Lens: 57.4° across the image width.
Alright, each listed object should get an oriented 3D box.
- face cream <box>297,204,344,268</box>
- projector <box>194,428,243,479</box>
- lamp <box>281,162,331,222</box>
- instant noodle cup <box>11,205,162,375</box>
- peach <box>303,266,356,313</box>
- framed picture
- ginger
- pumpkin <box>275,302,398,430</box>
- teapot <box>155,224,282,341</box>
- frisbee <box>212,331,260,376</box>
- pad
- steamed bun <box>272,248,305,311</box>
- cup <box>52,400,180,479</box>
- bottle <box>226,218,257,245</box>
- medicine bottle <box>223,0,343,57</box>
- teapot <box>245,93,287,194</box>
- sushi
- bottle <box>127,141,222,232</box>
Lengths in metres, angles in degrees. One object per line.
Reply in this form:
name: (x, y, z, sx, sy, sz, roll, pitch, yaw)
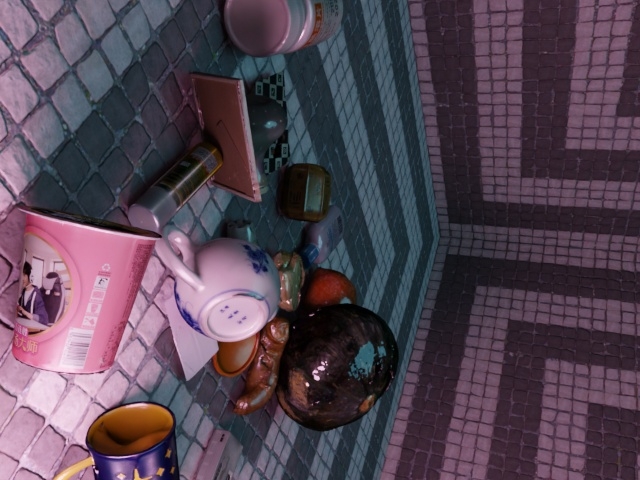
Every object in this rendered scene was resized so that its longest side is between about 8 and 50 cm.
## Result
face cream: (0.000, 0.000, 2.147, 0.336, 0.080, 0.162, -50, 141, -54)
projector: (-0.282, 0.614, 1.621, 0.115, 0.061, 0.147, 67, 35, -47)
lamp: (-0.047, -0.154, 1.908, 0.161, 0.162, 0.184, 14, 82, -68)
instant noodle cup: (-0.416, 0.084, 1.003, 0.244, 0.244, 0.254, 10, 94, -68)
peach: (0.029, 0.204, 2.152, 0.232, 0.233, 0.232, 5, 90, -68)
framed picture: (-0.226, -0.246, 1.388, 0.020, 0.211, 0.289, -25, 122, -33)
ginger: (-0.170, 0.380, 1.776, 0.133, 0.107, 0.309, 130, -22, -77)
pumpkin: (0.052, 0.424, 1.937, 0.455, 0.344, 0.454, -23, 137, -23)
teapot: (-0.231, 0.096, 1.423, 0.424, 0.252, 0.280, 38, 18, -38)
frisbee: (-0.244, 0.292, 1.665, 0.192, 0.035, 0.191, -20, 115, -51)
pad: (-0.322, 0.219, 1.481, 0.156, 0.004, 0.231, -45, 129, -57)
steamed bun: (-0.123, 0.122, 1.848, 0.192, 0.106, 0.177, 65, 32, -65)
cup: (-0.418, 0.496, 1.201, 0.178, 0.255, 0.256, -129, -143, -66)
bottle: (-0.211, 0.073, 1.645, 0.083, 0.083, 0.269, -47, 138, -56)
medicine bottle: (-0.092, -0.628, 1.612, 0.371, 0.211, 0.210, -48, 138, -56)
teapot: (-0.181, -0.252, 1.551, 0.183, 0.184, 0.250, -48, 148, -56)
sushi: (-0.155, -0.347, 1.740, 0.192, 0.043, 0.279, -47, 137, -56)
bottle: (-0.324, -0.124, 1.325, 0.286, 0.082, 0.082, -59, 147, -47)
